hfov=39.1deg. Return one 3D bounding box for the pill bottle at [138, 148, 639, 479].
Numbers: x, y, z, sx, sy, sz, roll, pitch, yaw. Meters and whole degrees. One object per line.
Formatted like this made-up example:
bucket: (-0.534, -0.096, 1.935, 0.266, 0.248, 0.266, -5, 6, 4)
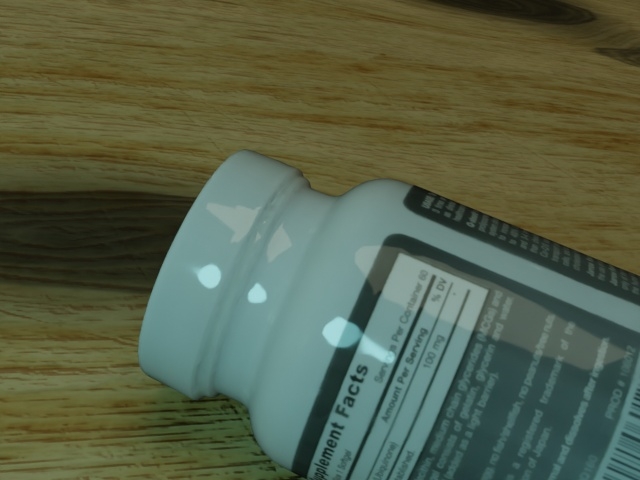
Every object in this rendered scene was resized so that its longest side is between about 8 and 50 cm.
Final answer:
pill bottle: (0.082, 0.083, 0.599, 0.363, 0.210, 0.210, 23, 35, 8)
